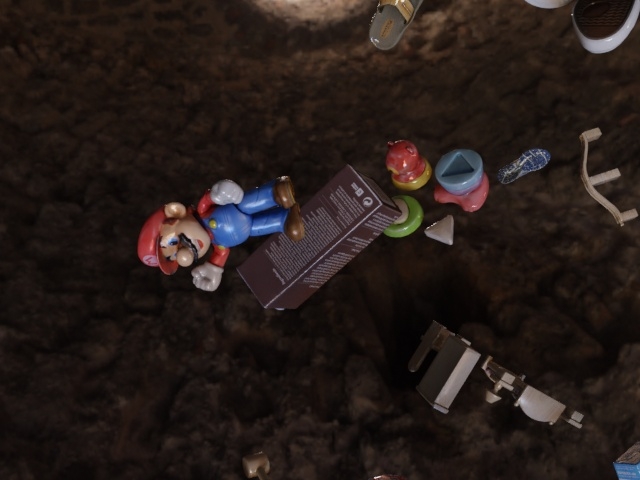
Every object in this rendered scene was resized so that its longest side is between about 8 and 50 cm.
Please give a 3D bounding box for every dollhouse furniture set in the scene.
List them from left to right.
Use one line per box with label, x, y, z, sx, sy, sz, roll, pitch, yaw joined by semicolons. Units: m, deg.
dollhouse furniture set;0.441;0.401;1.946;0.355;0.174;0.303;30;-176;-21

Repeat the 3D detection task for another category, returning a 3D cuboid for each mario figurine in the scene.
mario figurine;-0.192;-0.006;1.413;0.320;0.198;0.170;-16;-177;4

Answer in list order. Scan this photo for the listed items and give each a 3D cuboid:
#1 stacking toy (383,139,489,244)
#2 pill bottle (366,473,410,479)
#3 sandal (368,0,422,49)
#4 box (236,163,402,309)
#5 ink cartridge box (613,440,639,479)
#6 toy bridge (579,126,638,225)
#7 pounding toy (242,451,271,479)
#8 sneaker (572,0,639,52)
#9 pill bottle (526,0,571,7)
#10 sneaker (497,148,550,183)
stacking toy;0.284;-0.148;2.036;0.308;0.130;0.280;11;-119;34
pill bottle;0.184;0.618;1.443;0.210;0.210;0.363;-10;-172;-16
sandal;0.115;-0.364;1.157;0.072;0.180;0.049;29;-129;4
box;0.000;0.000;1.820;0.143;0.381;0.191;51;-168;18
ink cartridge box;0.693;0.527;1.555;0.104;0.181;0.061;-21;-179;-34
toy bridge;0.520;-0.114;1.375;0.063;0.188;0.026;-17;166;-4
pounding toy;-0.106;0.417;1.076;0.094;0.181;0.206;-6;-114;-19
sneaker;0.497;-0.383;1.273;0.105;0.123;0.290;-6;-139;28
pill bottle;0.416;-0.528;1.299;0.121;0.121;0.221;10;-108;23
sneaker;0.496;-0.185;1.825;0.135;0.052;0.058;-25;178;12
